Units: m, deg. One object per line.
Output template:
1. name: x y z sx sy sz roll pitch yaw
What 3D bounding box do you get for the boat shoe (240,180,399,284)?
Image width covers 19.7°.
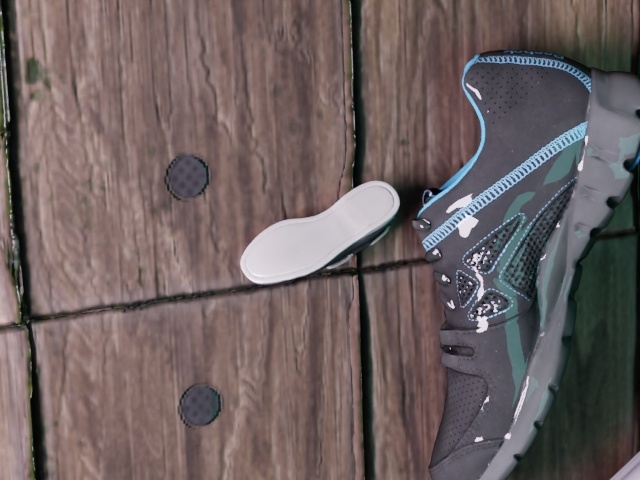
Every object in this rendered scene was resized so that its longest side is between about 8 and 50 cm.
1. boat shoe: 0.000 0.000 1.313 0.125 0.038 0.046 -32 69 -17

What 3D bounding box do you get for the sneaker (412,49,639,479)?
1. sneaker: 0.127 0.026 1.354 0.139 0.125 0.341 17 97 1

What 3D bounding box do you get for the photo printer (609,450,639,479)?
1. photo printer: 0.371 0.230 1.495 0.307 0.107 0.256 -40 114 -12
